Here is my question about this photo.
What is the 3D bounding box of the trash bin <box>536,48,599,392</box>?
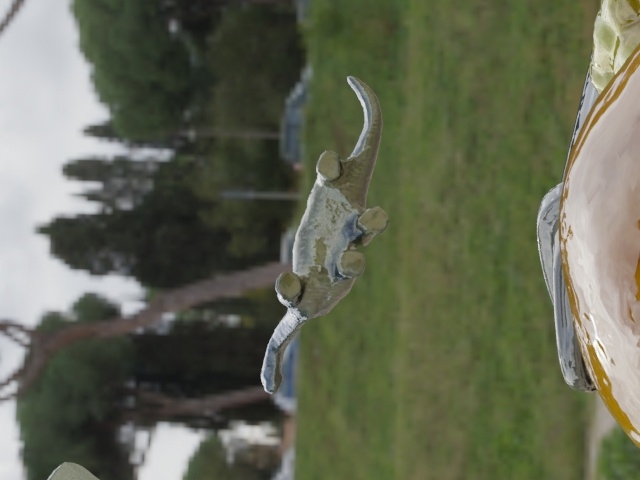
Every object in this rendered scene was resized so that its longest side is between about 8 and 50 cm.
[{"bbox_3d":[0.250,-0.032,1.002,0.182,0.210,0.290,66,-150,-43],"label":"trash bin"}]

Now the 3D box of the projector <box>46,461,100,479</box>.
[{"bbox_3d":[-0.165,0.336,1.318,0.079,0.259,0.257,-49,5,29],"label":"projector"}]

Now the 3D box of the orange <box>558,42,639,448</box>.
[{"bbox_3d":[0.134,-0.001,0.394,0.134,0.155,0.154,-66,-21,-51],"label":"orange"}]

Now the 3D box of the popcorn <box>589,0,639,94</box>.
[{"bbox_3d":[0.216,-0.119,0.719,0.169,0.218,0.189,63,-174,-6],"label":"popcorn"}]

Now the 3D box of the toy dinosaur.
[{"bbox_3d":[0.000,0.000,1.349,0.188,0.075,0.247,133,151,-75],"label":"toy dinosaur"}]
